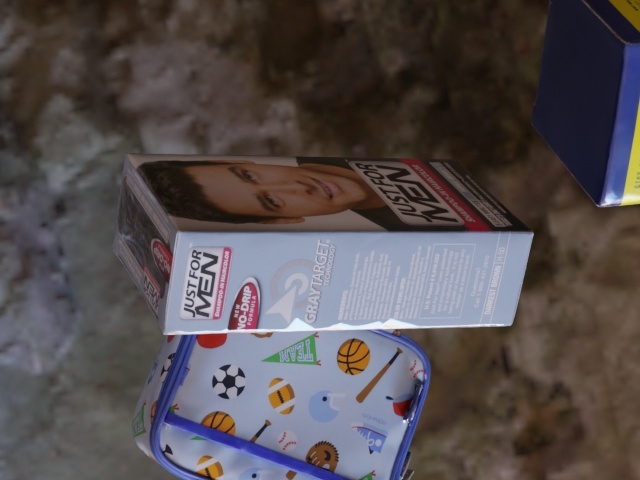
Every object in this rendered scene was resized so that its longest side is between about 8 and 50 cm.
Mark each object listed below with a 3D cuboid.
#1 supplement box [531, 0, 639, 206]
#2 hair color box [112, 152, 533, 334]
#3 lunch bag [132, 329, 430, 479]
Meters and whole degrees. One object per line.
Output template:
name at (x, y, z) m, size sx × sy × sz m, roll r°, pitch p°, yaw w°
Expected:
supplement box at (0.432, -0.179, 1.915) m, size 0.195 × 0.356 × 0.194 m, roll -118°, pitch -153°, yaw -54°
hair color box at (0.000, 0.000, 1.793) m, size 0.185 × 0.374 × 0.114 m, roll -130°, pitch -135°, yaw -56°
lunch bag at (-0.035, 0.180, 1.906) m, size 0.115 × 0.303 × 0.243 m, roll 1°, pitch -111°, yaw 68°
